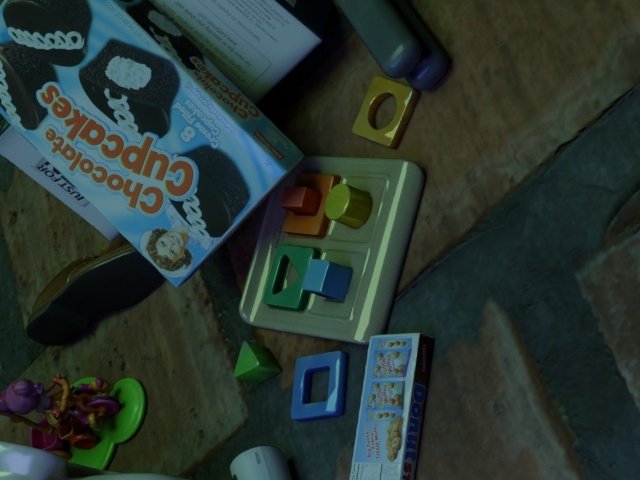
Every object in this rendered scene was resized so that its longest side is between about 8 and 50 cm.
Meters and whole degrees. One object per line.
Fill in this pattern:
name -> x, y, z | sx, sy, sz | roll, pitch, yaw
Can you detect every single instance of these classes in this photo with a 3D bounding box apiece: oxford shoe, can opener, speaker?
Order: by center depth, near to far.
speaker -> -0.042, 0.261, 1.656 | 0.055, 0.055, 0.136 | -42, 48, 27
can opener -> 0.056, -0.268, 1.762 | 0.095, 0.076, 0.283 | -50, 45, 21
oxford shoe -> -0.249, 0.040, 1.964 | 0.212, 0.076, 0.076 | -28, 42, 35

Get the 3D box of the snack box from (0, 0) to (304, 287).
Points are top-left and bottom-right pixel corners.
snack box -> -0.193, -0.129, 1.778 | 0.322, 0.060, 0.187 | 44, 119, 0

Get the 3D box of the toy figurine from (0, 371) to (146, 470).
toy figurine -> -0.299, 0.182, 1.886 | 0.173, 0.159, 0.130 | -29, 54, 35

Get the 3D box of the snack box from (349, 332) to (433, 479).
snack box -> 0.061, 0.172, 1.607 | 0.064, 0.022, 0.178 | -7, 69, 46

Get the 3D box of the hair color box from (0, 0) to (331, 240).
hair color box -> -0.168, -0.175, 1.870 | 0.347, 0.174, 0.105 | -41, 19, 27

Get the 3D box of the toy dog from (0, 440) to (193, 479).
toy dog -> -0.232, 0.414, 1.672 | 0.395, 0.284, 0.408 | 7, 79, 24

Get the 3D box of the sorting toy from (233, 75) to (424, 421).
sorting toy -> 0.000, 0.000, 1.727 | 0.196, 0.047, 0.348 | 7, 78, 48
